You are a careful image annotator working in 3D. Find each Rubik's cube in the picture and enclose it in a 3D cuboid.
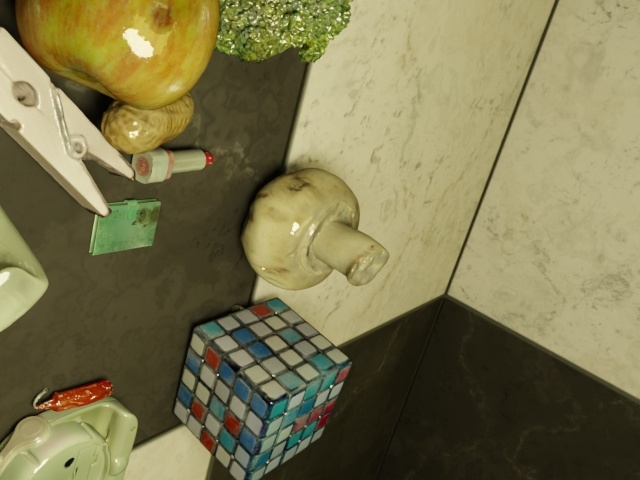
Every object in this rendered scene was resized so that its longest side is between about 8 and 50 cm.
[{"bbox_3d":[-0.146,0.355,1.549,0.292,0.293,0.287,-18,135,-49],"label":"Rubik's cube"}]

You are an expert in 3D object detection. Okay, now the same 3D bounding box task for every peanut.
[{"bbox_3d":[-0.276,-0.209,1.044,0.226,0.095,0.108,-53,138,-62],"label":"peanut"}]

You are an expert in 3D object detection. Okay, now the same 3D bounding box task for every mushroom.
[{"bbox_3d":[0.000,0.000,1.450,0.314,0.336,0.314,-27,134,-32],"label":"mushroom"}]

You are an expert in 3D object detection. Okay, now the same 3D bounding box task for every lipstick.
[{"bbox_3d":[-0.268,-0.149,1.198,0.186,0.057,0.063,-18,130,-56],"label":"lipstick"}]

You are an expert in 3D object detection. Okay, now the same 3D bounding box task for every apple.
[{"bbox_3d":[-0.265,-0.316,0.865,0.264,0.264,0.264,-37,142,-35],"label":"apple"}]

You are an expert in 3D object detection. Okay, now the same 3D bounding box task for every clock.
[{"bbox_3d":[-0.531,0.463,1.254,0.324,0.108,0.265,-3,117,-57],"label":"clock"}]

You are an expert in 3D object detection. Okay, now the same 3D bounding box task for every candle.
[{"bbox_3d":[-0.487,0.306,1.256,0.162,0.053,0.048,-6,115,-52],"label":"candle"}]

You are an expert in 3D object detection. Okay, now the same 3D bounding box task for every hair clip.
[{"bbox_3d":[-0.405,-0.167,0.944,0.101,0.085,0.331,-54,144,-16],"label":"hair clip"}]

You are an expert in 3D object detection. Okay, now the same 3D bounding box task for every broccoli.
[{"bbox_3d":[-0.085,-0.425,1.039,0.288,0.235,0.260,39,47,-22],"label":"broccoli"}]

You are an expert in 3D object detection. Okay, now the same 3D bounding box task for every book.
[{"bbox_3d":[-0.363,-0.029,1.188,0.135,0.017,0.103,-12,125,-53],"label":"book"}]

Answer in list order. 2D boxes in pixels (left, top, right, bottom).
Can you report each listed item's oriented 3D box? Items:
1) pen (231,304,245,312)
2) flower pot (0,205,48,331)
[{"bbox_3d":[-0.171,0.202,1.666,0.025,0.025,0.204,-58,150,-4],"label":"pen"},{"bbox_3d":[-0.456,-0.067,0.668,0.164,0.367,0.254,-44,145,-19],"label":"flower pot"}]
